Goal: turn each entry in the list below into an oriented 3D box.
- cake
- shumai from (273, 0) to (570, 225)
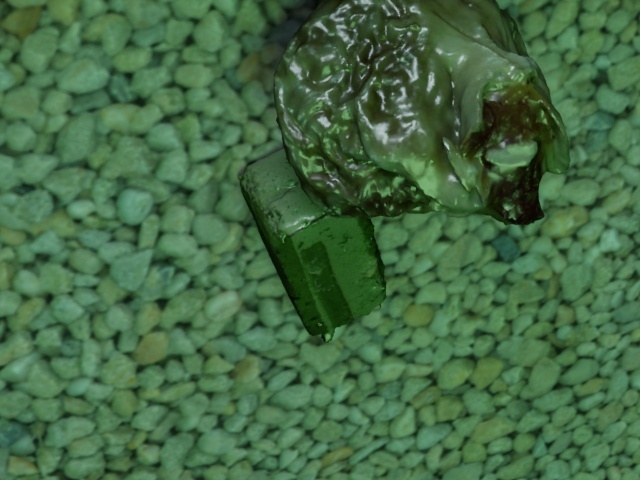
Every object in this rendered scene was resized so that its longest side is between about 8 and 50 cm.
[{"bbox_3d":[-0.002,-0.001,1.717,0.100,0.099,0.235,-27,151,-4],"label":"cake"},{"bbox_3d":[0.105,-0.117,1.526,0.256,0.218,0.189,-40,135,-24],"label":"shumai"}]
